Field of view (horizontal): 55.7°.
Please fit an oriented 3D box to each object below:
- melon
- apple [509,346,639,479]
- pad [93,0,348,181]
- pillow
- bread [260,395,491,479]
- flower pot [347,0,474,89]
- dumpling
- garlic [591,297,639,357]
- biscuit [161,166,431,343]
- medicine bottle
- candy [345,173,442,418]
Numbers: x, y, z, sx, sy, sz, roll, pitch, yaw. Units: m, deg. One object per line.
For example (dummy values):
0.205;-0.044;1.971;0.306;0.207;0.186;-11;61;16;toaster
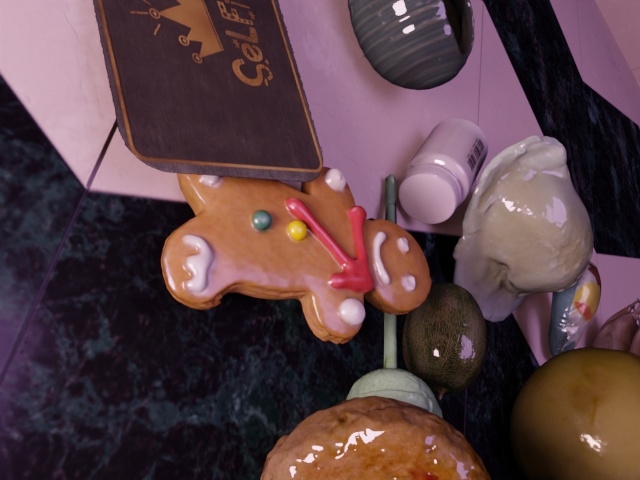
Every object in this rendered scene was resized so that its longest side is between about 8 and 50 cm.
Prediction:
0.170;0.137;0.827;0.114;0.114;0.167;40;46;-35;melon
0.467;0.320;1.008;0.292;0.292;0.254;43;56;-32;apple
-0.083;-0.245;0.645;0.315;0.063;0.375;-2;71;-45;pad
0.487;0.137;1.187;0.214;0.086;0.233;-71;160;-3;pillow
0.055;0.256;0.568;0.123;0.230;0.229;24;55;-76;bread
0.136;-0.351;0.930;0.189;0.157;0.242;-17;91;-50;flower pot
0.349;-0.013;1.022;0.270;0.212;0.320;-40;107;-50;dumpling
0.750;0.276;1.409;0.238;0.210;0.291;-11;94;-45;garlic
0.000;0.000;0.661;0.340;0.047;0.215;19;57;-30;biscuit
0.195;-0.112;0.955;0.102;0.103;0.186;57;41;-19;medicine bottle
0.090;0.087;0.783;0.119;0.119;0.439;37;42;-36;candy
